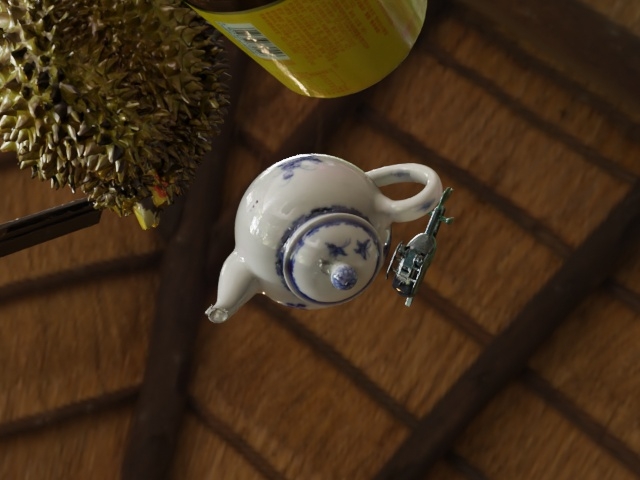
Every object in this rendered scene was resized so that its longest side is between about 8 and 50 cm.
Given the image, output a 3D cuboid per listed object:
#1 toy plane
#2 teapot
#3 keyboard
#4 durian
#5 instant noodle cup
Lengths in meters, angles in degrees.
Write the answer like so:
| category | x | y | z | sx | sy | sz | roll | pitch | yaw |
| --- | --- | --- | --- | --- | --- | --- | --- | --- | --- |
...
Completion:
| category | x | y | z | sx | sy | sz | roll | pitch | yaw |
| --- | --- | --- | --- | --- | --- | --- | --- | --- | --- |
| toy plane | 0.181 | 0.015 | 2.189 | 0.060 | 0.235 | 0.096 | 28 | -162 | 25 |
| teapot | 0.000 | 0.000 | 1.956 | 0.424 | 0.252 | 0.280 | -28 | -148 | -4 |
| keyboard | -0.457 | -0.021 | 2.039 | 0.250 | 0.087 | 0.017 | -23 | -116 | -41 |
| durian | -0.222 | -0.160 | 1.288 | 0.293 | 0.258 | 0.258 | 42 | -158 | -26 |
| instant noodle cup | -0.027 | -0.230 | 0.971 | 0.215 | 0.215 | 0.236 | 46 | 180 | 38 |
